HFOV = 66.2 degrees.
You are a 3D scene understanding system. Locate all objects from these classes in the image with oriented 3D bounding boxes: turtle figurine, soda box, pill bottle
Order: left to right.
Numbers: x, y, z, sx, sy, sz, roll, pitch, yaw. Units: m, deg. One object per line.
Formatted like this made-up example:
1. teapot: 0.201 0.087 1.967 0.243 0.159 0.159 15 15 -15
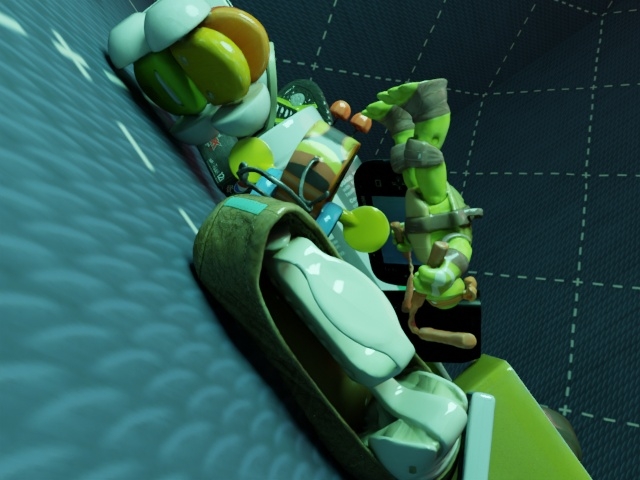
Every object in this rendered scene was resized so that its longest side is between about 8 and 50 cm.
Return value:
1. soda box: -0.149 -0.137 0.741 0.169 0.053 0.060 59 4 32
2. pill bottle: 0.017 -0.036 0.861 0.361 0.204 0.204 56 3 -10
3. turtle figurine: 0.100 -0.025 0.437 0.269 0.087 0.217 -56 134 -81

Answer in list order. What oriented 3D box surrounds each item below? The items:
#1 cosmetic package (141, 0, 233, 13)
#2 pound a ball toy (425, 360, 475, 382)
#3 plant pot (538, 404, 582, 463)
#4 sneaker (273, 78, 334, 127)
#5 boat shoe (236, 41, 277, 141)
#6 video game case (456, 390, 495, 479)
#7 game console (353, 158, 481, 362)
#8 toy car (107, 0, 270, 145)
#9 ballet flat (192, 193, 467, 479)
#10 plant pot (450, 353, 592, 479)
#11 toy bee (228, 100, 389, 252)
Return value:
1. cosmetic package: -0.207 -0.322 0.804 0.113 0.160 0.309 54 3 -20
2. pound a ball toy: 0.215 0.245 0.992 0.319 0.208 0.136 53 5 -41
3. plant pot: 0.508 0.616 1.207 0.323 0.323 0.280 55 20 -23
4. sneaker: -0.010 -0.159 1.067 0.147 0.145 0.385 19 56 -77
5. boat shoe: -0.139 -0.233 0.836 0.302 0.103 0.113 144 -57 -72
6. video game case: 0.140 0.242 0.468 0.173 0.022 0.190 49 50 -68
7. game console: 0.107 0.046 0.670 0.044 0.213 0.361 -74 156 -48
8. toy car: -0.134 -0.208 0.567 0.182 0.136 0.159 0 -41 41
9. ballet flat: 0.038 0.101 0.387 0.342 0.116 0.124 55 -30 -14
10. plant pot: 0.217 0.297 0.654 0.212 0.187 0.212 57 4 14
11. toy bee: 0.002 -0.058 0.538 0.195 0.162 0.298 38 -16 -18
